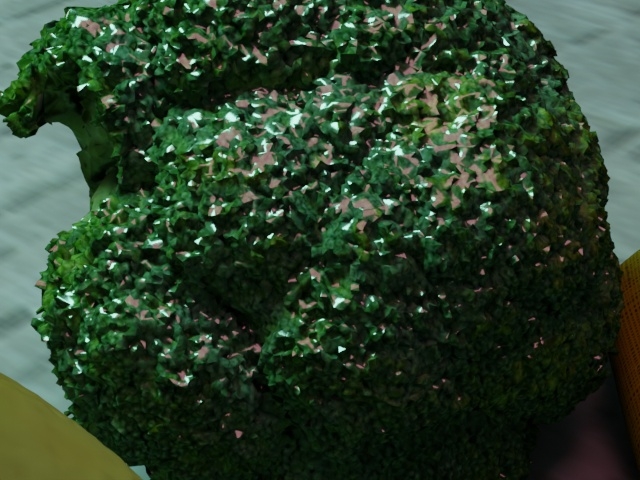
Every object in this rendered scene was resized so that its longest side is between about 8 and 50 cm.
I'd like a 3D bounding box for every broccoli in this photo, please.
[{"bbox_3d":[0.000,0.000,0.692,0.269,0.261,0.241,-28,3,-41],"label":"broccoli"}]

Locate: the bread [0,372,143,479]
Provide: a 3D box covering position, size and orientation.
[{"bbox_3d":[-0.179,0.178,0.335,0.348,0.253,0.376,29,42,13],"label":"bread"}]

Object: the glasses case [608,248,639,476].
[{"bbox_3d":[0.167,0.073,0.681,0.079,0.064,0.234,-32,29,18],"label":"glasses case"}]
